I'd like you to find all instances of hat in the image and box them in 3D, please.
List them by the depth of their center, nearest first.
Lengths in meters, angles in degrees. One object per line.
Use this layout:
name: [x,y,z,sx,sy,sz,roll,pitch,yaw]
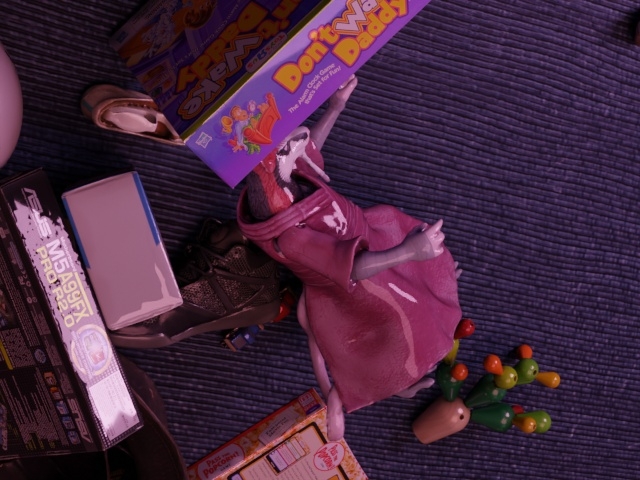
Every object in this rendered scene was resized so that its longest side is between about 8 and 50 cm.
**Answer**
hat: [-0.255,0.187,1.762,0.134,0.331,0.331,-52,143,-45]

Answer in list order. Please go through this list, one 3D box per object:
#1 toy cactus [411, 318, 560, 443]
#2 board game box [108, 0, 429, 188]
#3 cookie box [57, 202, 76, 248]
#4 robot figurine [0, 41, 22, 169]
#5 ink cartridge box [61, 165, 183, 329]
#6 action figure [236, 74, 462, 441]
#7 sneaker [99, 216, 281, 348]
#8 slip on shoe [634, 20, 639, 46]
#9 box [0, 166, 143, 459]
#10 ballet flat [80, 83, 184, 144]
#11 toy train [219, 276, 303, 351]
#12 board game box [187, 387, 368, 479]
toy cactus: [0.190,0.187,2.044,0.180,0.112,0.219,-35,134,21]
board game box: [-0.021,-0.241,1.554,0.347,0.233,0.078,-44,129,3]
cookie box: [-0.310,0.019,1.707,0.107,0.040,0.091,-17,125,-17]
robot figurine: [-0.413,-0.123,1.489,0.278,0.209,0.173,-7,92,-22]
ink cartridge box: [-0.199,0.002,1.628,0.082,0.191,0.139,-19,97,-4]
action figure: [0.000,0.000,1.760,0.276,0.248,0.370,-36,131,16]
sneaker: [-0.147,0.041,1.778,0.228,0.087,0.130,-11,122,-24]
slip on shoe: [0.425,-0.263,1.906,0.135,0.051,0.041,-32,168,-16]
box: [-0.305,0.078,1.581,0.060,0.216,0.270,-31,105,-46]
ballet flat: [-0.167,-0.122,1.685,0.168,0.052,0.057,6,116,-30]
toy train: [-0.049,0.076,1.877,0.158,0.036,0.027,-38,129,-1]
board game box: [-0.055,0.290,2.001,0.193,0.045,0.146,-32,128,-6]
